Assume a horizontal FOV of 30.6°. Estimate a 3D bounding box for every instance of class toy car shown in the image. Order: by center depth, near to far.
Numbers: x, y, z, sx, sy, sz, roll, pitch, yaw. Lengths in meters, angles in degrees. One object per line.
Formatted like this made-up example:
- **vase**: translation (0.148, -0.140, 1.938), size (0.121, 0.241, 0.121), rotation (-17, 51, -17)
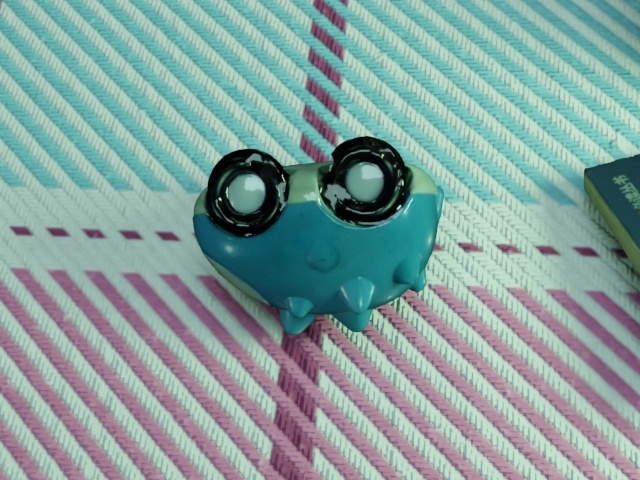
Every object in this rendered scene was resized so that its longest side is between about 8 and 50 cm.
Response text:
- **toy car**: translation (0.000, 0.000, 1.188), size (0.255, 0.188, 0.190), rotation (-4, 88, 6)

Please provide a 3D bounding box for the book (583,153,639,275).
- **book**: translation (0.524, -0.017, 1.196), size (0.427, 0.039, 0.300), rotation (-15, 49, -10)
